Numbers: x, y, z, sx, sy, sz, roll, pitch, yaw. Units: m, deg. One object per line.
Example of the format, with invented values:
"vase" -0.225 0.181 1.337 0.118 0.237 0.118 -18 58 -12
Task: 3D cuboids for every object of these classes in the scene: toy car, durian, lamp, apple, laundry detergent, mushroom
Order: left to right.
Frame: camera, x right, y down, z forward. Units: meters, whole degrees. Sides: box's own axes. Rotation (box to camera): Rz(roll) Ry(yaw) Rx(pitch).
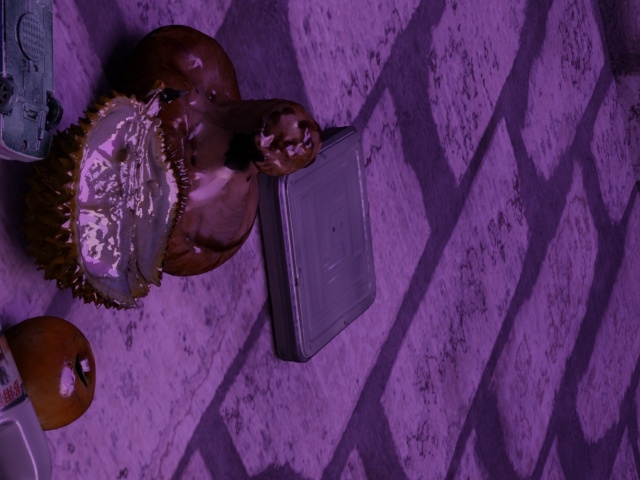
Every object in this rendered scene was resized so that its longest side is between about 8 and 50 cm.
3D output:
"laundry detergent" -0.307 0.185 1.726 0.099 0.070 0.225 -39 110 -71
"toy car" -0.305 -0.189 1.768 0.090 0.076 0.224 20 65 -62
"apple" -0.281 0.134 1.814 0.099 0.102 0.114 -37 118 -74
"durian" -0.226 -0.057 1.852 0.193 0.138 0.237 31 79 -47
"mushroom" -0.124 -0.088 2.033 0.267 0.254 0.267 -56 165 -24
"lamp" 0.000 0.000 2.451 0.266 0.047 0.269 -37 125 -60
